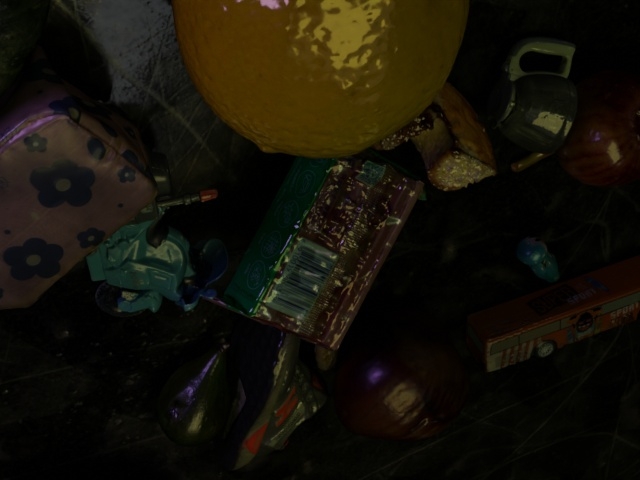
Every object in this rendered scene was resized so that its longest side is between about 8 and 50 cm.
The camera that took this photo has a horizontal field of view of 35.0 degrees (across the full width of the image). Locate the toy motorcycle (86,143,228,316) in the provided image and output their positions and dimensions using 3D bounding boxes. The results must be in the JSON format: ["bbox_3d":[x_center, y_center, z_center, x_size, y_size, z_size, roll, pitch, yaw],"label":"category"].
[{"bbox_3d":[-0.213,-0.003,1.296,0.182,0.124,0.272,-9,134,-6],"label":"toy motorcycle"}]

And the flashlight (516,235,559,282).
[{"bbox_3d":[0.364,0.036,1.690,0.051,0.051,0.129,-37,141,8],"label":"flashlight"}]

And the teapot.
[{"bbox_3d":[0.292,-0.196,1.395,0.108,0.111,0.149,12,129,-19],"label":"teapot"}]

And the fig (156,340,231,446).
[{"bbox_3d":[-0.183,0.220,1.533,0.117,0.117,0.178,7,110,-32],"label":"fig"}]

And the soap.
[{"bbox_3d":[0.001,0.001,1.329,0.217,0.098,0.273,26,92,-39],"label":"soap"}]

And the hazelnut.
[{"bbox_3d":[0.114,0.219,1.597,0.229,0.229,0.230,-15,135,-15],"label":"hazelnut"}]

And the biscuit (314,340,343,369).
[{"bbox_3d":[0.017,0.107,1.511,0.038,0.141,0.290,12,132,7],"label":"biscuit"}]

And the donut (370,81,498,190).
[{"bbox_3d":[0.131,-0.153,1.328,0.217,0.141,0.085,31,130,-32],"label":"donut"}]

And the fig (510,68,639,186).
[{"bbox_3d":[0.398,-0.157,1.473,0.175,0.207,0.175,1,88,-24],"label":"fig"}]

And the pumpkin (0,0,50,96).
[{"bbox_3d":[-0.400,-0.227,0.923,0.300,0.207,0.300,-15,136,-15],"label":"pumpkin"}]

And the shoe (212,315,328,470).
[{"bbox_3d":[-0.055,0.225,1.589,0.170,0.132,0.337,-5,133,-31],"label":"shoe"}]

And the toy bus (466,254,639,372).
[{"bbox_3d":[0.452,0.122,1.783,0.408,0.093,0.092,-18,129,-13],"label":"toy bus"}]

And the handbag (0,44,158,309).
[{"bbox_3d":[-0.326,-0.076,1.115,0.251,0.193,0.190,-38,131,11],"label":"handbag"}]

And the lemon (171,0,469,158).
[{"bbox_3d":[0.001,-0.252,1.050,0.335,0.336,0.336,-15,135,-15],"label":"lemon"}]
